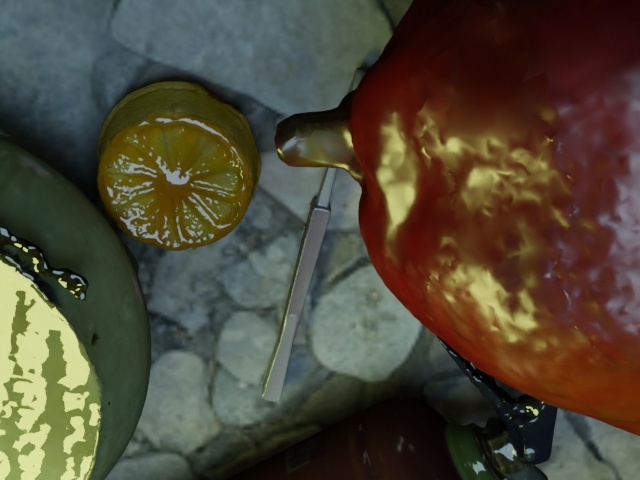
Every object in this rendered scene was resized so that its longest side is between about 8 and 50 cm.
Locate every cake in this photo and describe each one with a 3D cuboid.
[{"bbox_3d":[-0.071,-0.037,0.931,0.084,0.044,0.084,1,117,1],"label":"cake"}]

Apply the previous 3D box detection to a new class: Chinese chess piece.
[{"bbox_3d":[-0.193,0.048,0.927,0.237,0.092,0.238,6,122,10],"label":"Chinese chess piece"}]

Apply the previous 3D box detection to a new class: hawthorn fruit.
[{"bbox_3d":[0.136,-0.045,0.814,0.307,0.265,0.265,4,117,7],"label":"hawthorn fruit"}]

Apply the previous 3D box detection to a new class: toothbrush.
[{"bbox_3d":[-0.002,0.000,0.967,0.017,0.014,0.194,14,116,-8],"label":"toothbrush"}]

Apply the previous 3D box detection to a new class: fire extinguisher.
[{"bbox_3d":[-0.008,0.144,0.992,0.344,0.102,0.138,-29,112,13],"label":"fire extinguisher"}]
